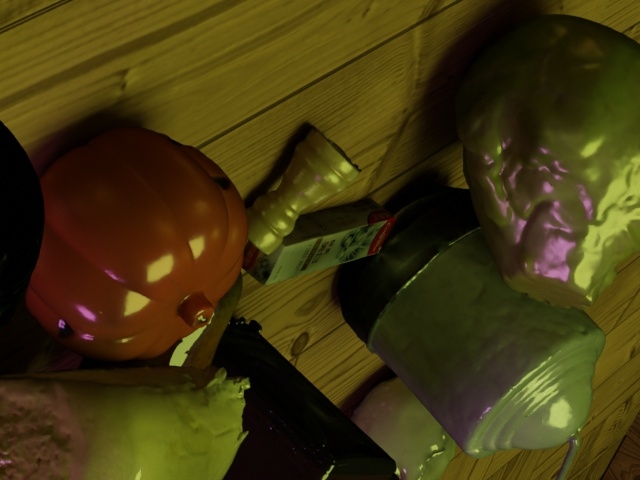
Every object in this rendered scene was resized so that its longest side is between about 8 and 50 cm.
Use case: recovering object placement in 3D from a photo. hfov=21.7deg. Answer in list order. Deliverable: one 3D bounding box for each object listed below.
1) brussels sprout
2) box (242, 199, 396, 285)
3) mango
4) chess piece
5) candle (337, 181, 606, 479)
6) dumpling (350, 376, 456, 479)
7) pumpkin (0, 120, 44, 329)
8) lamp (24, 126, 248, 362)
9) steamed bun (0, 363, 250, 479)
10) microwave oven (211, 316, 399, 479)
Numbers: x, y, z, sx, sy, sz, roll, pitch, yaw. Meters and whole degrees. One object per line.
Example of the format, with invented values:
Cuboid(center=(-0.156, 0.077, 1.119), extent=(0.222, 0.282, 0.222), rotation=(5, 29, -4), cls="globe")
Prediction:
Cuboid(center=(0.255, -0.098, 1.763), extent=(0.273, 0.243, 0.316), rotation=(100, -2, -51), cls="brussels sprout")
Cuboid(center=(0.000, 0.000, 1.733), extent=(0.218, 0.039, 0.055), rotation=(-16, 140, -55), cls="box")
Cuboid(center=(-0.159, 0.119, 1.528), extent=(0.267, 0.111, 0.133), rotation=(-58, 159, 17), cls="mango")
Cuboid(center=(-0.024, -0.043, 1.590), extent=(0.122, 0.066, 0.066), rotation=(-47, 159, 6), cls="chess piece")
Cuboid(center=(0.188, 0.110, 1.885), extent=(0.221, 0.342, 0.221), rotation=(-36, 157, -18), cls="candle")
Cuboid(center=(0.106, 0.273, 2.255), extent=(0.193, 0.147, 0.258), rotation=(107, 0, -63), cls="dumpling")
Cuboid(center=(-0.278, 0.003, 1.041), extent=(0.233, 0.163, 0.233), rotation=(-38, 157, -20), cls="pumpkin")
Cuboid(center=(-0.143, 0.010, 1.308), extent=(0.188, 0.164, 0.187), rotation=(-39, 159, -19), cls="lamp")
Cuboid(center=(-0.198, 0.186, 1.352), extent=(0.232, 0.273, 0.166), rotation=(9, 76, -67), cls="steamed bun")
Cuboid(center=(-0.072, 0.205, 1.666), extent=(0.188, 0.247, 0.178), rotation=(-53, 156, 7), cls="microwave oven")
